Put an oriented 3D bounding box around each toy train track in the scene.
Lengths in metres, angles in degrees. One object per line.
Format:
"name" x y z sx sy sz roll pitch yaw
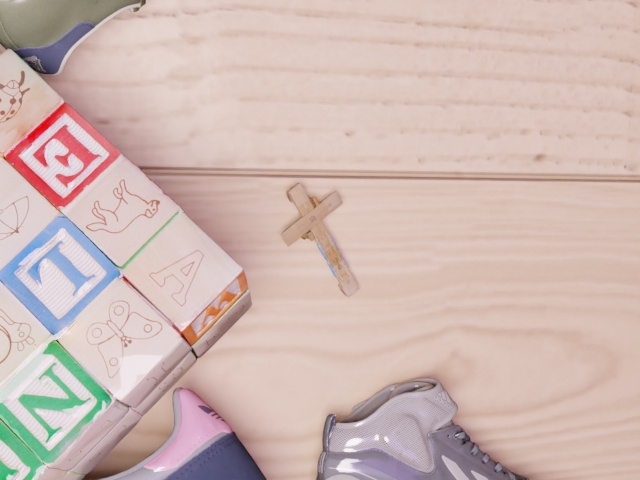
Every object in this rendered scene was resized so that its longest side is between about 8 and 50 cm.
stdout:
"toy train track" 0.000 0.000 0.679 0.048 0.014 0.083 -38 113 -21

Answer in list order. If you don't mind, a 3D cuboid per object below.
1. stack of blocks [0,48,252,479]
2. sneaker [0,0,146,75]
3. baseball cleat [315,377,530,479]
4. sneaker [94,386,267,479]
"stack of blocks" -0.198 0.071 0.531 0.171 0.087 0.297 43 78 10
"sneaker" -0.120 -0.171 0.595 0.192 0.064 0.086 -54 150 -28
"baseball cleat" 0.097 0.149 0.700 0.206 0.072 0.109 10 85 -25
"sneaker" -0.180 0.192 0.595 0.319 0.112 0.131 -21 73 -13
